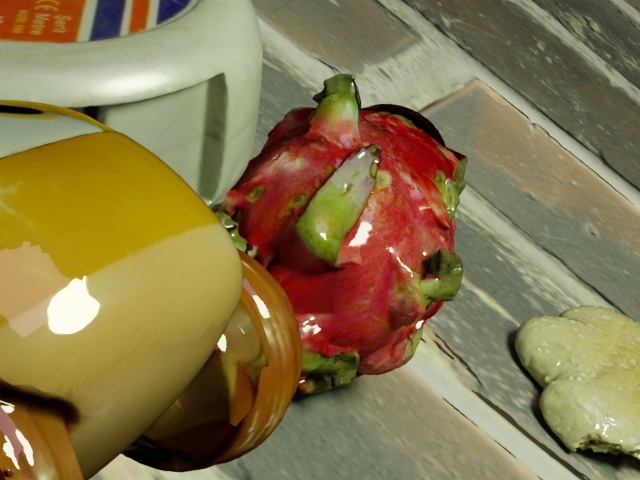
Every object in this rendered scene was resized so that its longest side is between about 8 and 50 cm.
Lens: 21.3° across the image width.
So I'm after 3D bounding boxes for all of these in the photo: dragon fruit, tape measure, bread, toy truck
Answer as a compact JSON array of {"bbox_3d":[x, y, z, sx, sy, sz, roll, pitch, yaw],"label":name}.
[{"bbox_3d":[0.000,0.000,0.964,0.172,0.160,0.166,-53,133,-56],"label":"dragon fruit"},{"bbox_3d":[-0.164,-0.088,0.890,0.265,0.130,0.258,6,30,-5],"label":"tape measure"},{"bbox_3d":[0.244,0.115,1.192,0.251,0.039,0.182,24,30,-22],"label":"bread"},{"bbox_3d":[-0.167,0.050,0.579,0.212,0.288,0.204,53,31,6],"label":"toy truck"}]
